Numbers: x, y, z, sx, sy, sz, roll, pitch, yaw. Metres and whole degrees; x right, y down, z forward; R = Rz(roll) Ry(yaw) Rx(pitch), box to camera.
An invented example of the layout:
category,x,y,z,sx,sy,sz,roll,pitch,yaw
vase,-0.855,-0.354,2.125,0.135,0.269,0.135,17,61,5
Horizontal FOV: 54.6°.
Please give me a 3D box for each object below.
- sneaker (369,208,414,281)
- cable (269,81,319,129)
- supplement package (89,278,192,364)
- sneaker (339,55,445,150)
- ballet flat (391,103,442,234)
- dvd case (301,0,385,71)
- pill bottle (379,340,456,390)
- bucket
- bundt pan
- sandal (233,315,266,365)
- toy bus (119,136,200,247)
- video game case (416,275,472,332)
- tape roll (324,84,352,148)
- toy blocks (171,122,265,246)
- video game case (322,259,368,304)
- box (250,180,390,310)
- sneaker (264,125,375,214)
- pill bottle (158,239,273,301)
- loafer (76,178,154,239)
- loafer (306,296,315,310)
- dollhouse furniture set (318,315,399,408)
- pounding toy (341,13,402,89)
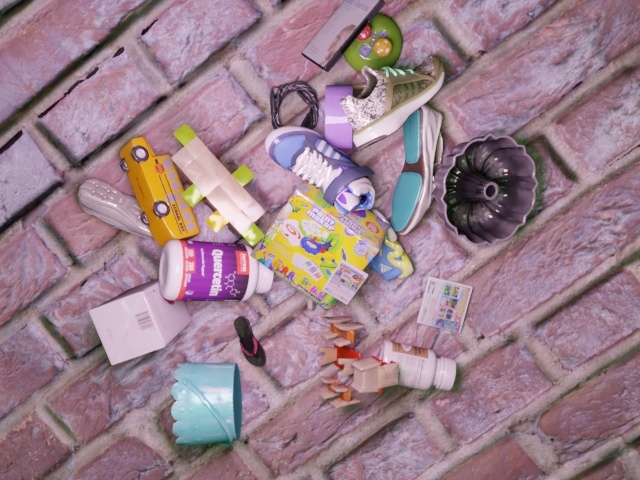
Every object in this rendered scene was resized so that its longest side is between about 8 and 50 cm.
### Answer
category,x,y,z,sx,sy,sz,roll,pitch,yaw
sneaker,0.189,0.025,1.933,0.126,0.091,0.240,-30,96,7
cable,-0.079,-0.394,1.918,0.151,0.047,0.184,-5,95,-1
supplement package,-0.538,0.231,1.898,0.176,0.293,0.177,-20,96,6
sneaker,0.203,-0.437,1.753,0.410,0.158,0.182,-47,111,-29
ballet flat,0.309,-0.212,1.882,0.139,0.139,0.399,6,97,2
dvd case,0.061,-0.619,1.818,0.253,0.180,0.022,-49,128,8
pill bottle,0.302,0.401,1.958,0.230,0.131,0.131,12,98,1
bucket,-0.349,0.510,1.945,0.183,0.281,0.280,-3,98,-1
bundt pan,0.472,-0.154,1.841,0.331,0.124,0.330,-4,103,-19
sandal,-0.235,0.334,2.023,0.067,0.040,0.179,-24,96,6
toy bus,-0.496,-0.151,1.905,0.108,0.130,0.332,-23,88,48
video game case,0.396,0.205,1.983,0.143,0.019,0.157,13,97,1
tape roll,0.055,-0.364,1.837,0.080,0.189,0.188,1,98,2
toy blocks,-0.307,-0.147,1.860,0.191,0.261,0.381,-43,94,-9
video game case,0.070,0.120,1.784,0.087,0.011,0.122,31,121,-3
box,0.000,0.000,1.852,0.290,0.177,0.279,37,121,-3
sneaker,0.017,-0.181,1.704,0.323,0.236,0.130,18,119,-41
pill bottle,-0.315,0.095,1.882,0.323,0.181,0.181,4,99,-26
loafer,-0.616,-0.082,1.965,0.320,0.112,0.111,30,138,-8
loafer,-0.032,0.161,1.992,0.039,0.045,0.125,8,92,19
dollhouse furniture set,0.109,0.384,1.921,0.135,0.259,0.261,-3,101,-30
pounding toy,0.152,-0.564,1.844,0.183,0.110,0.236,4,98,3
